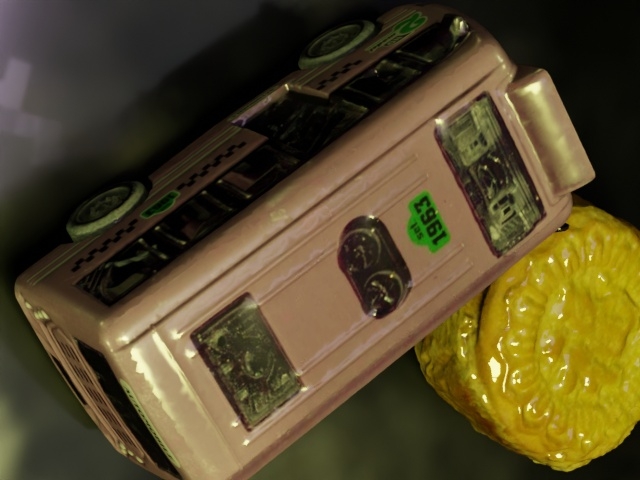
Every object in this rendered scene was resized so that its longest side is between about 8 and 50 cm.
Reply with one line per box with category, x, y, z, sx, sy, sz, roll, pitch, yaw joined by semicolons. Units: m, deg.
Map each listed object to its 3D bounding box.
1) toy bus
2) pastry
toy bus;0.000;0.000;0.542;0.178;0.098;0.087;-38;114;-18
pastry;0.084;0.031;0.618;0.097;0.057;0.109;-9;105;-29
